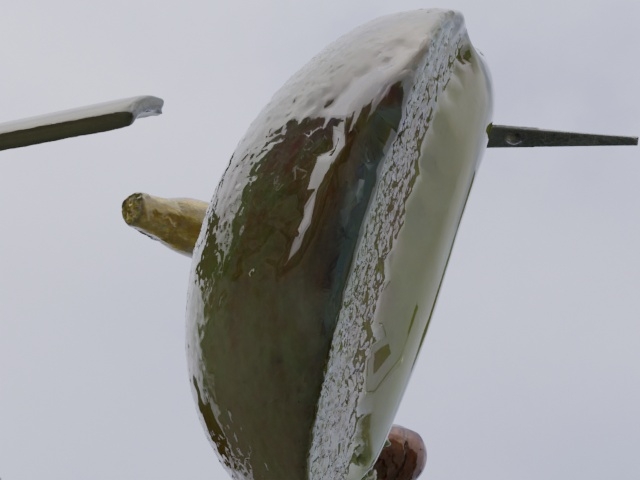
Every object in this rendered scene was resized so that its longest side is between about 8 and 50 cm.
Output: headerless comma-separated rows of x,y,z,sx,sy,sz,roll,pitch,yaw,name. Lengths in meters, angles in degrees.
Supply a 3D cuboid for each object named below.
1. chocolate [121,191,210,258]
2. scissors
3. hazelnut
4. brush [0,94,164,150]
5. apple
-0.142,-0.015,1.447,0.085,0.219,0.086,-13,-112,35,chocolate
0.114,-0.070,0.825,0.189,0.015,0.100,2,-40,13,scissors
0.067,0.232,1.310,0.086,0.086,0.086,10,-59,16,hazelnut
-0.241,-0.076,0.844,0.282,0.054,0.048,-7,-79,21,brush
0.000,0.000,0.578,0.120,0.193,0.265,14,-101,11,apple
